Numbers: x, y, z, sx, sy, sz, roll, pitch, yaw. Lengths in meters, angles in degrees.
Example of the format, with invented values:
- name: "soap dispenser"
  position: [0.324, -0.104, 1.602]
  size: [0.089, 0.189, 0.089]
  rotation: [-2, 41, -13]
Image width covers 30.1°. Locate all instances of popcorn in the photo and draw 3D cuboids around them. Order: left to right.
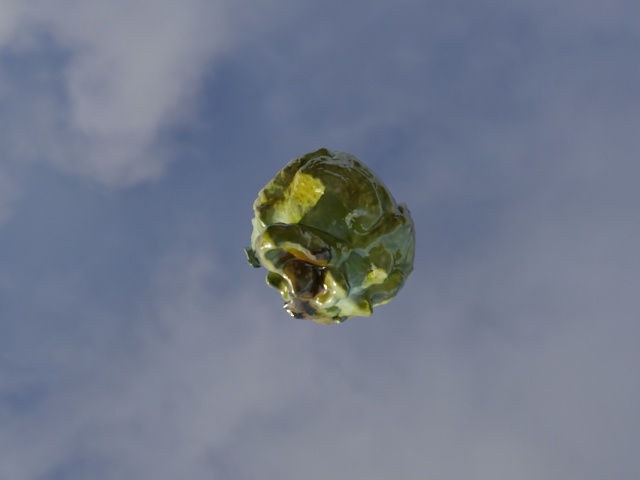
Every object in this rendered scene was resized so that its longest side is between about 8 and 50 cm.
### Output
- name: "popcorn"
  position: [0.000, 0.000, 1.244]
  size: [0.198, 0.198, 0.212]
  rotation: [13, -155, 19]
